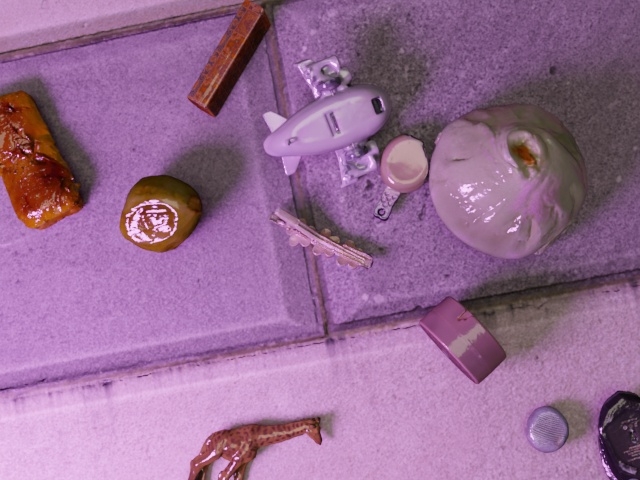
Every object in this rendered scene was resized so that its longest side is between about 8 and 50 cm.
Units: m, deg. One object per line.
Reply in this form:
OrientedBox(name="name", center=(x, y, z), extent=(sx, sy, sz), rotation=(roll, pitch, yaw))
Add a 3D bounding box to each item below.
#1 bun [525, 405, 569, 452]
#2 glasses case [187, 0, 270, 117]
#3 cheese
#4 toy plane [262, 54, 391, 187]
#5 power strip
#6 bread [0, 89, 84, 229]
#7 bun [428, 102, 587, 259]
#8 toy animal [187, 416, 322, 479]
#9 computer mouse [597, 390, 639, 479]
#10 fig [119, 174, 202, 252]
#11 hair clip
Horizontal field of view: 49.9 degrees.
OrientedBox(name="bun", center=(0.411, 0.343, 1.250), extent=(0.083, 0.045, 0.083), rotation=(0, 83, 3))
OrientedBox(name="glasses case", center=(-0.176, -0.349, 1.322), extent=(0.049, 0.075, 0.218), rotation=(30, 88, 7))
OrientedBox(name="cheese", center=(0.155, -0.117, 1.299), extent=(0.092, 0.047, 0.171), rotation=(8, 86, 7))
OrientedBox(name="toy plane", center=(0.012, -0.217, 1.282), extent=(0.252, 0.118, 0.252), rotation=(-1, 102, -3))
OrientedBox(name="power strip", center=(0.252, 0.178, 1.222), extent=(0.078, 0.154, 0.154), rotation=(-43, 85, -3))
OrientedBox(name="bread", center=(-0.564, -0.159, 1.332), extent=(0.139, 0.077, 0.271), rotation=(-28, 82, -2))
OrientedBox(name="bun", center=(0.341, -0.115, 1.220), extent=(0.293, 0.187, 0.293), rotation=(0, 88, 2))
OrientedBox(name="toy animal", center=(-0.128, 0.393, 1.277), extent=(0.275, 0.054, 0.149), rotation=(-41, 87, -1))
OrientedBox(name="computer mouse", center=(0.552, 0.360, 1.233), extent=(0.106, 0.062, 0.192), rotation=(-13, 91, 1))
OrientedBox(name="fig", center=(-0.290, -0.053, 1.269), extent=(0.166, 0.154, 0.144), rotation=(-15, 96, 46))
OrientedBox(name="hair clip", center=(-0.001, 0.002, 1.301), extent=(0.214, 0.056, 0.062), rotation=(29, 72, -3))
